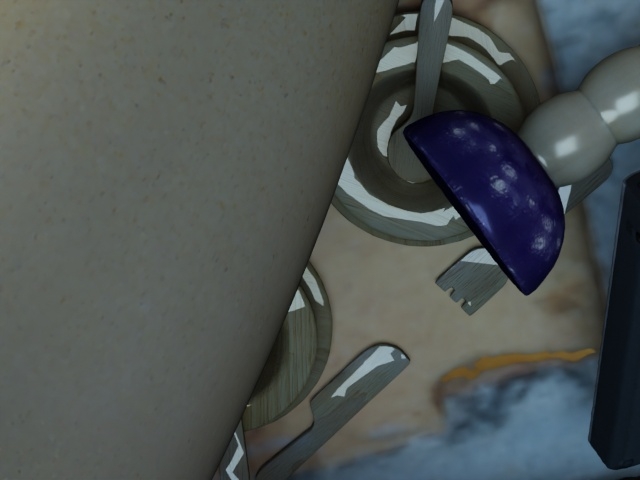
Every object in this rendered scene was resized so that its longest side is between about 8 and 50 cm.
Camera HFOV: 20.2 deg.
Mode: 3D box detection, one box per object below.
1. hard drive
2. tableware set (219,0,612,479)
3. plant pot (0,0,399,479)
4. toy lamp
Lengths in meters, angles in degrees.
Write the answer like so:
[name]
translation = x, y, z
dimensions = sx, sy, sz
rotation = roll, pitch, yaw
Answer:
[hard drive]
translation = 0.142, 0.019, 0.616
dimensions = 0.094, 0.022, 0.135
rotation = -19, 138, -15
[tableware set]
translation = 0.000, 0.000, 0.654
dimensions = 0.128, 0.039, 0.194
rotation = 43, 102, -9
[plant pot]
translation = -0.082, -0.075, 0.548
dimensions = 0.256, 0.256, 0.274
rotation = 34, 87, -7
[toy lamp]
translation = 0.160, -0.087, 0.596
dimensions = 0.274, 0.080, 0.080
rotation = -37, 101, 3
